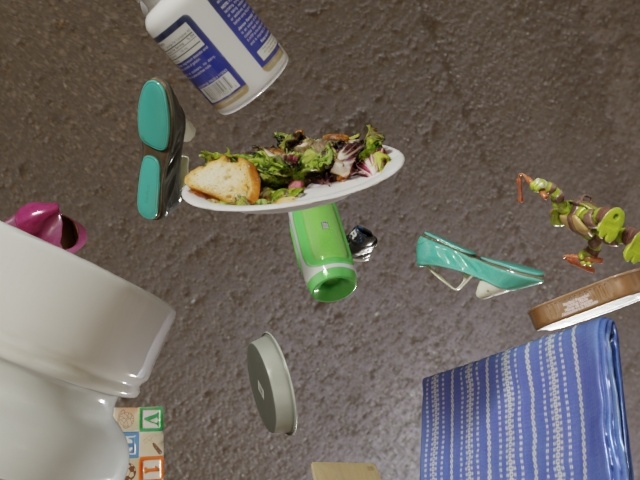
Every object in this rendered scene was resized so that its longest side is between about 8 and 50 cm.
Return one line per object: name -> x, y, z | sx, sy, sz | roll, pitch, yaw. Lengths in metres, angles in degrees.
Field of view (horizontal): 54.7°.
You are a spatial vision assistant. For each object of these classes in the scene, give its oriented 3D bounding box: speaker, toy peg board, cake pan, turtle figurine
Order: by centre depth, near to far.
turtle figurine -> 0.483, -0.025, 1.112 | 0.087, 0.217, 0.269 | -41, 109, -3
toy peg board -> 0.063, 0.590, 1.400 | 0.161, 0.161, 0.079 | 7, 114, -17
speaker -> 0.000, 0.000, 1.526 | 0.131, 0.296, 0.131 | -10, 143, -8
cake pan -> -0.141, 0.402, 1.718 | 0.054, 0.293, 0.293 | -12, 121, -21

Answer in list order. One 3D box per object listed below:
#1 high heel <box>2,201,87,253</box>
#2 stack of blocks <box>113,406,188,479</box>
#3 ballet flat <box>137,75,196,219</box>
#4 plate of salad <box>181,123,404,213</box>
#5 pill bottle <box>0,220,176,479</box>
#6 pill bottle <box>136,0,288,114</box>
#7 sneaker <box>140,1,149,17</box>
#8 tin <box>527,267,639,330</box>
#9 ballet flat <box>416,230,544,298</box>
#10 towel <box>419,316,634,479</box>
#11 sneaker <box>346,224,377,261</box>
high heel -> -0.635, -0.030, 1.546 | 0.181, 0.377, 0.127 | -20, 91, 7
stack of blocks -> -0.318, 0.439, 1.047 | 0.171, 0.297, 0.087 | 7, 150, -29
ballet flat -> -0.288, -0.172, 1.153 | 0.096, 0.095, 0.280 | -28, 140, -50
plate of salad -> -0.026, -0.070, 0.551 | 0.200, 0.200, 0.048 | -21, 114, -28
pill bottle -> -0.259, 0.180, 0.369 | 0.224, 0.224, 0.392 | 39, 70, -44
pill bottle -> -0.135, -0.251, 0.720 | 0.112, 0.112, 0.186 | -46, 116, -9
sneaker -> -0.216, -0.478, 0.931 | 0.137, 0.210, 0.366 | 84, 29, -65
tin -> 0.397, 0.090, 0.907 | 0.106, 0.040, 0.190 | 10, 149, -43
ballet flat -> 0.284, 0.059, 1.137 | 0.083, 0.247, 0.087 | 2, 106, -55
towel -> 0.208, 0.240, 0.710 | 0.040, 0.336, 0.243 | 20, 59, -20
sneaker -> 0.069, 0.006, 1.863 | 0.217, 0.079, 0.121 | -5, 138, -27
